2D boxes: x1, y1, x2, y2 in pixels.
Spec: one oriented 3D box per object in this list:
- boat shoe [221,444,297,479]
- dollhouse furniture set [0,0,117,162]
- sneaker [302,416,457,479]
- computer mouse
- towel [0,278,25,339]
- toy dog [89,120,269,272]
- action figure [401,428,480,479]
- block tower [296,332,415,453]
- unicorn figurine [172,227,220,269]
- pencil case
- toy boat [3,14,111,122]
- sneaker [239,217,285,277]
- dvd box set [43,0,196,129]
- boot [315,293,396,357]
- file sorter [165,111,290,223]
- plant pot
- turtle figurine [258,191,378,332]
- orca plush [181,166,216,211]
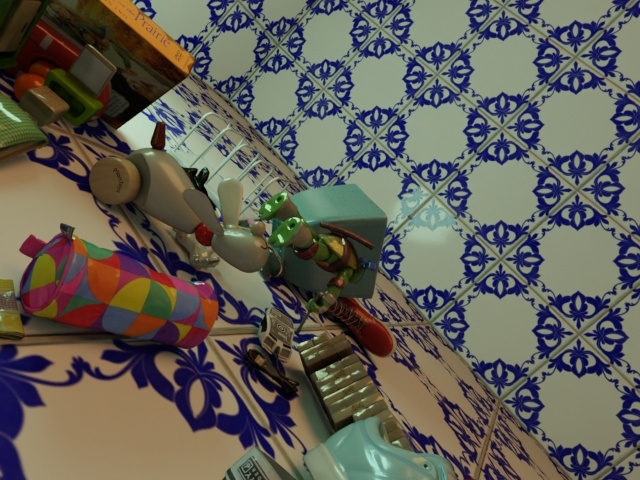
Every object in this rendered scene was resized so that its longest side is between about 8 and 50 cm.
[{"bbox_3d":[-0.031,0.300,0.446,0.113,0.105,0.306,39,-20,38],"label":"boat shoe"},{"bbox_3d":[-0.451,-0.253,0.700,0.197,0.151,0.301,42,22,-14],"label":"dollhouse furniture set"},{"bbox_3d":[0.112,0.313,0.537,0.366,0.150,0.135,30,-29,57],"label":"sneaker"},{"bbox_3d":[-0.083,0.190,0.865,0.106,0.042,0.193,37,18,-15],"label":"computer mouse"},{"bbox_3d":[-0.328,0.063,0.478,0.060,0.009,0.083,30,19,-53],"label":"towel"},{"bbox_3d":[-0.226,-0.090,0.863,0.333,0.161,0.220,25,16,-12],"label":"toy dog"},{"bbox_3d":[0.182,0.437,0.843,0.280,0.139,0.091,25,6,21],"label":"action figure"},{"bbox_3d":[0.067,0.300,0.787,0.335,0.091,0.097,-124,-164,-44],"label":"block tower"},{"bbox_3d":[-0.232,0.015,0.937,0.162,0.060,0.111,33,16,18],"label":"unicorn figurine"},{"bbox_3d":[-0.236,0.066,0.592,0.236,0.104,0.104,35,14,-49],"label":"pencil case"},{"bbox_3d":[-0.521,-0.308,0.910,0.231,0.151,0.151,37,43,-33],"label":"toy boat"},{"bbox_3d":[-0.148,0.029,1.202,0.178,0.072,0.077,58,3,24],"label":"sneaker"},{"bbox_3d":[-0.504,-0.418,0.947,0.420,0.307,0.062,38,50,-38],"label":"dvd box set"},{"bbox_3d":[0.087,0.217,1.302,0.244,0.088,0.176,43,7,38],"label":"boot"},{"bbox_3d":[-0.251,-0.205,1.376,0.278,0.173,0.193,45,10,5],"label":"file sorter"},{"bbox_3d":[0.000,0.000,1.297,0.252,0.247,0.248,-2,27,-17],"label":"plant pot"},{"bbox_3d":[-0.043,0.048,0.988,0.266,0.274,0.198,48,43,-43],"label":"turtle figurine"},{"bbox_3d":[-0.283,-0.125,1.129,0.151,0.102,0.287,39,12,-29],"label":"orca plush"}]
